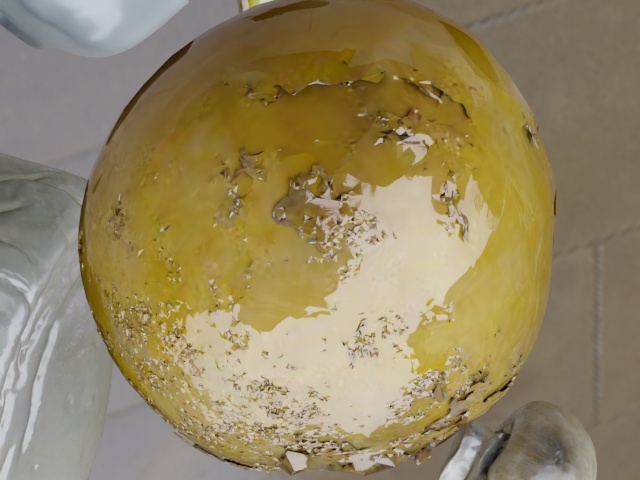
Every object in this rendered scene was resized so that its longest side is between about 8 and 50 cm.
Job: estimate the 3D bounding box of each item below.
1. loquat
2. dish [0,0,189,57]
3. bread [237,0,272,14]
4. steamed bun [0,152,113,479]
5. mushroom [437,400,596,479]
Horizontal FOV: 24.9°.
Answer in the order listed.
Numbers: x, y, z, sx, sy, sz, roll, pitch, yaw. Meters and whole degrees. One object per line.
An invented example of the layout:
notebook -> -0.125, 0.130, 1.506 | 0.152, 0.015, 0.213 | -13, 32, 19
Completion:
loquat -> 0.000, 0.000, 0.688 | 0.235, 0.235, 0.235 | -14, 137, -13
dish -> -0.231, -0.236, 1.143 | 0.117, 0.256, 0.256 | -47, 136, 3
bread -> -0.037, -0.305, 1.376 | 0.077, 0.361, 0.138 | -6, 140, 4
steamed bun -> -0.295, 0.120, 1.068 | 0.236, 0.247, 0.383 | 1, 105, -78
mushroom -> 0.160, 0.212, 1.240 | 0.166, 0.127, 0.166 | -56, 172, -12
